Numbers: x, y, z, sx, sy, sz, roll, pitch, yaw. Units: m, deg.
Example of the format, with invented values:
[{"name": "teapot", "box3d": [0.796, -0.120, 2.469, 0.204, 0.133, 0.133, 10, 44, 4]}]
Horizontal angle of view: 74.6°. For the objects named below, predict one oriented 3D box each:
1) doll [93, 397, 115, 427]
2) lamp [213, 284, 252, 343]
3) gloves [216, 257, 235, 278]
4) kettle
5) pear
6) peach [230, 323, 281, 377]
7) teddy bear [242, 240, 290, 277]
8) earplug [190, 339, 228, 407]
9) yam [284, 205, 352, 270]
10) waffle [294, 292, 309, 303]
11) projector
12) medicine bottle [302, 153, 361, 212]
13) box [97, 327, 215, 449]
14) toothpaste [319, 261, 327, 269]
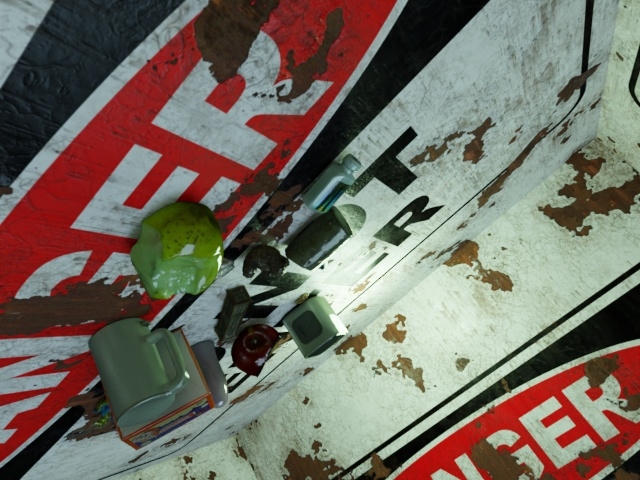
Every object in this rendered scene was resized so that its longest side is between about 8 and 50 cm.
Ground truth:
[{"name": "doll", "box3d": [-0.859, 0.790, 1.964, 0.346, 0.099, 0.341, 15, 131, -36]}, {"name": "lamp", "box3d": [-0.389, 0.329, 1.843, 0.089, 0.090, 0.325, -14, 146, -36]}, {"name": "gloves", "box3d": [-0.376, 0.104, 1.470, 0.114, 0.070, 0.153, -25, 176, 43]}, {"name": "kettle", "box3d": [-0.635, 0.448, 1.484, 0.264, 0.318, 0.205, -19, 149, -28]}, {"name": "pear", "box3d": [-0.384, 0.020, 1.226, 0.286, 0.176, 0.282, -7, 141, -46]}, {"name": "peach", "box3d": [-0.344, 0.551, 2.165, 0.258, 0.201, 0.362, -59, 177, -21]}, {"name": "teddy bear", "box3d": [-0.201, 0.083, 1.621, 0.177, 0.140, 0.190, -7, 164, 8]}, {"name": "earplug", "box3d": [-0.522, 0.644, 1.972, 0.172, 0.301, 0.172, -27, 154, -15]}, {"name": "yam", "box3d": [0.000, 0.000, 1.677, 0.268, 0.161, 0.161, -44, 153, 13]}, {"name": "waffle", "box3d": [-0.098, 0.312, 2.251, 0.085, 0.016, 0.078, -45, 157, 22]}, {"name": "projector", "box3d": [-0.027, 0.486, 2.351, 0.248, 0.249, 0.248, -40, 158, 10]}, {"name": "medicine bottle", "box3d": [0.047, -0.199, 1.469, 0.229, 0.083, 0.121, -46, 150, 24]}, {"name": "box", "box3d": [-0.661, 0.606, 1.722, 0.348, 0.319, 0.257, -25, 154, -23]}, {"name": "toothpaste", "box3d": [0.010, 0.064, 1.927, 0.069, 0.047, 0.268, -16, 147, -10]}]
